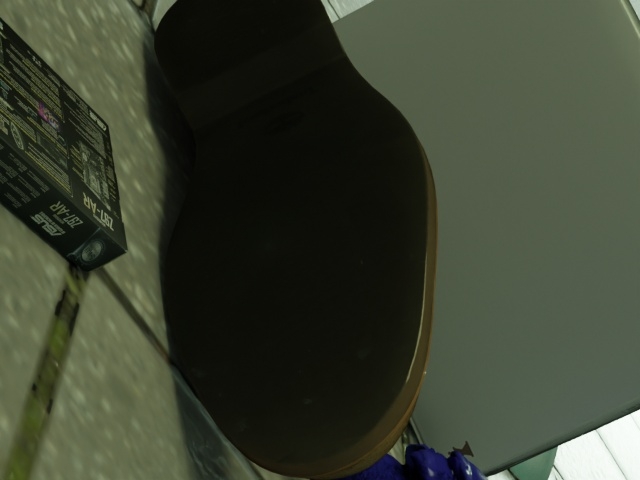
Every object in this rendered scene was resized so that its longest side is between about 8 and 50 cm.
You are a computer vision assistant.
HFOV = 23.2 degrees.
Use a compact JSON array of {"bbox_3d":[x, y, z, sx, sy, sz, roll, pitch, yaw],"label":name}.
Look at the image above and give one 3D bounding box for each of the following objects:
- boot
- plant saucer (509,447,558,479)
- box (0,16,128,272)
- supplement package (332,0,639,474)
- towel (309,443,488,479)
[{"bbox_3d":[0.000,0.000,0.662,0.305,0.112,0.115,-102,170,-52],"label":"boot"},{"bbox_3d":[0.124,0.076,1.067,0.195,0.037,0.195,55,17,-26],"label":"plant saucer"},{"bbox_3d":[-0.099,-0.037,0.534,0.083,0.018,0.067,47,21,-46],"label":"box"},{"bbox_3d":[0.118,-0.021,0.888,0.262,0.204,0.145,66,15,12],"label":"supplement package"},{"bbox_3d":[0.092,0.239,0.583,0.228,0.076,0.308,50,19,-38],"label":"towel"}]
